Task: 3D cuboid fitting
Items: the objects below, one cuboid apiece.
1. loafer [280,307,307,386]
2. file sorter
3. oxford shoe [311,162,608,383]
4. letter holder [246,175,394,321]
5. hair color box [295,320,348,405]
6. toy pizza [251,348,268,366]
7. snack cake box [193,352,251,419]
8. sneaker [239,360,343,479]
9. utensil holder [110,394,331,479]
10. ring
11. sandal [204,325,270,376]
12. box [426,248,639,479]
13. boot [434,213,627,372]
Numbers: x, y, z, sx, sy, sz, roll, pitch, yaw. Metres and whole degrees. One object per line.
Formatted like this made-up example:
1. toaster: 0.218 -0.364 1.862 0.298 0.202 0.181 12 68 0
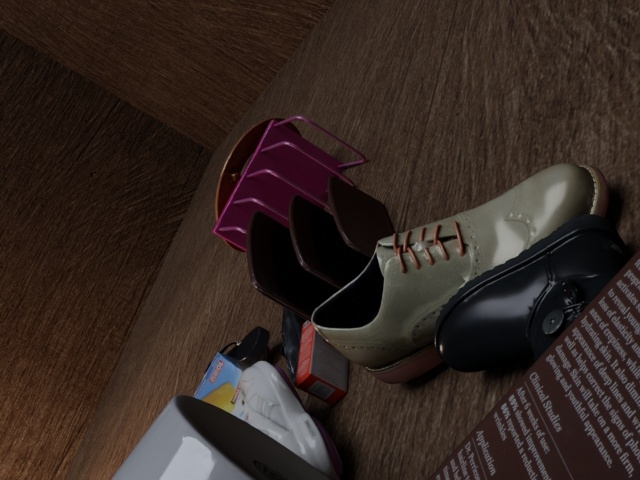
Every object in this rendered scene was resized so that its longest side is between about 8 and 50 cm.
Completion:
1. loafer: -0.041 0.176 1.354 0.078 0.076 0.223 -48 23 12
2. file sorter: -0.060 -0.098 1.651 0.290 0.202 0.182 -63 20 -11
3. oxford shoe: 0.148 0.036 0.889 0.397 0.147 0.140 -44 31 30
4. letter holder: 0.000 0.000 1.287 0.152 0.215 0.301 -54 18 18
5. hair color box: 0.006 0.185 1.213 0.043 0.072 0.141 -48 20 32
6. toy pizza: -0.174 0.301 1.599 0.201 0.032 0.201 -52 19 25
7. snack cake box: -0.176 0.352 1.341 0.152 0.089 0.264 24 85 50
8. sneaker: -0.086 0.278 1.116 0.152 0.114 0.305 -29 24 -11
9. utensil holder: -0.145 0.408 0.817 0.385 0.328 0.328 -57 17 -5
10. ring: -0.128 -0.126 1.821 0.032 0.336 0.336 22 80 30
11. sandal: -0.189 0.246 1.579 0.254 0.055 0.097 -47 22 38
12. box: 0.244 0.134 0.513 0.381 0.143 0.191 -55 17 21
13. boot: 0.205 0.106 0.733 0.246 0.094 0.207 -42 20 30
